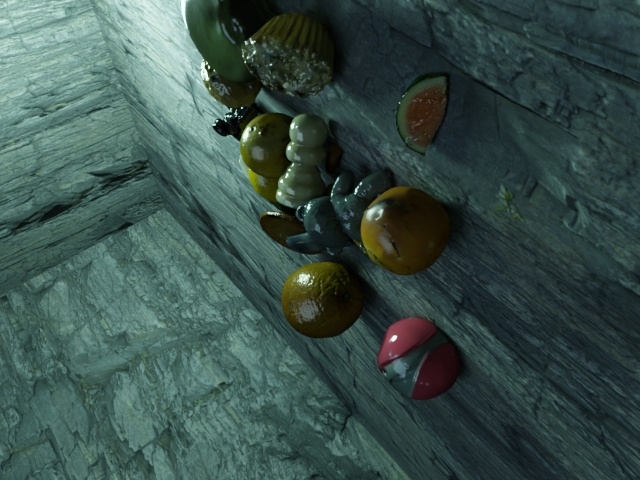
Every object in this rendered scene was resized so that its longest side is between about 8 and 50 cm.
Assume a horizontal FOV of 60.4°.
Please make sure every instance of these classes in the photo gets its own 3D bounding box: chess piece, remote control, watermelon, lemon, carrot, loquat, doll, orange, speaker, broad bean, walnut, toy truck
[{"bbox_3d":[-0.048,-0.263,1.799,0.167,0.167,0.299,35,127,41],"label":"chess piece"},{"bbox_3d":[0.000,0.000,2.155,0.107,0.044,0.377,36,155,-25],"label":"remote control"},{"bbox_3d":[0.249,-0.319,1.358,0.119,0.063,0.245,28,142,17],"label":"watermelon"},{"bbox_3d":[-0.184,-0.252,2.122,0.244,0.187,0.187,60,157,-12],"label":"lemon"},{"bbox_3d":[0.040,-0.262,1.846,0.048,0.048,0.139,50,158,16],"label":"carrot"},{"bbox_3d":[-0.169,-0.333,1.933,0.244,0.244,0.244,44,153,29],"label":"loquat"},{"bbox_3d":[0.106,-0.093,1.732,0.246,0.340,0.158,59,-160,1],"label":"doll"},{"bbox_3d":[0.229,-0.026,1.514,0.246,0.246,0.246,44,153,29],"label":"orange"},{"bbox_3d":[0.348,0.421,1.936,0.294,0.294,0.294,44,153,29],"label":"speaker"},{"bbox_3d":[-0.152,-0.147,2.279,0.061,0.077,0.339,-21,123,44],"label":"broad bean"},{"bbox_3d":[-0.320,-0.582,1.964,0.245,0.198,0.198,48,156,1],"label":"walnut"},{"bbox_3d":[-0.307,-0.461,2.183,0.165,0.147,0.224,42,163,-29],"label":"toy truck"},{"bbox_3d":[0.013,0.235,2.200,0.357,0.322,0.322,-21,101,55],"label":"orange"}]

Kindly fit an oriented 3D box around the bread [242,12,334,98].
[{"bbox_3d":[-0.084,-0.523,1.562,0.274,0.149,0.274,17,166,4],"label":"bread"}]

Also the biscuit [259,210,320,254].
[{"bbox_3d":[-0.120,-0.032,2.318,0.305,0.038,0.305,22,156,10],"label":"biscuit"}]

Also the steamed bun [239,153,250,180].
[{"bbox_3d":[-0.255,-0.312,2.284,0.183,0.106,0.183,44,159,22],"label":"steamed bun"}]

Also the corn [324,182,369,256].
[{"bbox_3d":[0.118,-0.067,1.862,0.318,0.115,0.115,49,156,19],"label":"corn"}]

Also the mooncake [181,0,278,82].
[{"bbox_3d":[-0.266,-0.677,1.725,0.351,0.187,0.351,35,153,21],"label":"mooncake"}]
